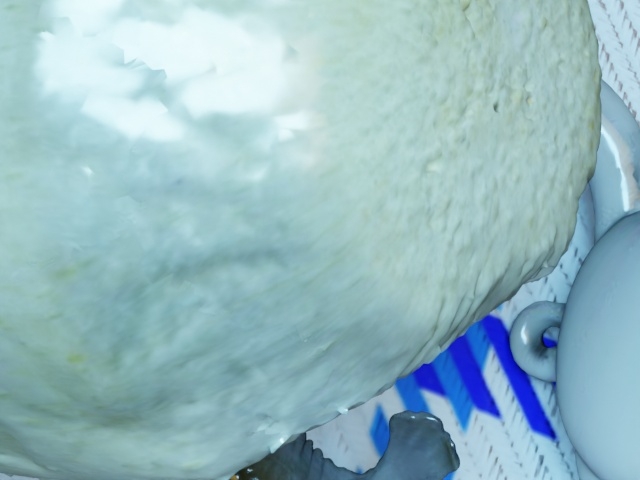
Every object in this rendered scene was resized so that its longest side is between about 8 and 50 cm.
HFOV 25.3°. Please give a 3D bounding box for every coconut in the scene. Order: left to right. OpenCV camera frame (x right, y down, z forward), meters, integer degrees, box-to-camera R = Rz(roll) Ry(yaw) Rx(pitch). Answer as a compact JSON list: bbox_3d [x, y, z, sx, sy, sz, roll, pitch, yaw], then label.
[{"bbox_3d":[-0.085,-0.068,0.700,0.415,0.415,0.345,-6,100,-21],"label":"coconut"}]

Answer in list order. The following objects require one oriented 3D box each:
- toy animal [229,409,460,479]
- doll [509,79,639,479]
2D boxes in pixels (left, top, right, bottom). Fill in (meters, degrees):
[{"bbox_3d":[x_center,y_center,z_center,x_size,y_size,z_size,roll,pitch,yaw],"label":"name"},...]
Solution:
[{"bbox_3d":[0.005,0.175,0.805,0.272,0.160,0.197,28,75,-6],"label":"toy animal"},{"bbox_3d":[0.289,0.051,0.847,0.187,0.365,0.376,-26,105,-60],"label":"doll"}]
